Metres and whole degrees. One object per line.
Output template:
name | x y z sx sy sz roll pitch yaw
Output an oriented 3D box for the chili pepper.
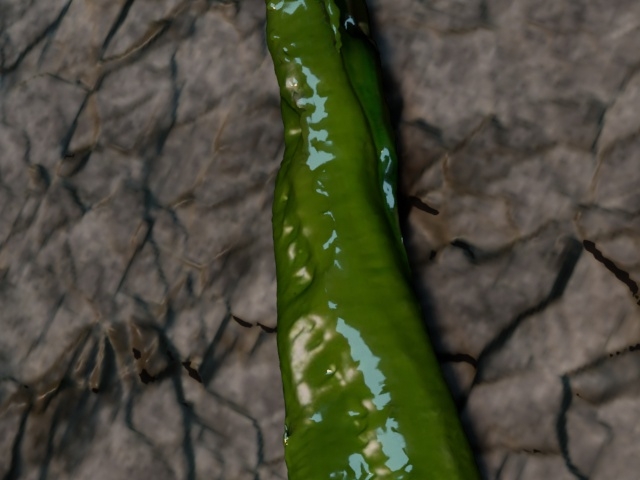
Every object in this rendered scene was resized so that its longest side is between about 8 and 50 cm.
chili pepper | 0.000 -0.001 0.701 0.085 0.076 0.359 -15 72 2
